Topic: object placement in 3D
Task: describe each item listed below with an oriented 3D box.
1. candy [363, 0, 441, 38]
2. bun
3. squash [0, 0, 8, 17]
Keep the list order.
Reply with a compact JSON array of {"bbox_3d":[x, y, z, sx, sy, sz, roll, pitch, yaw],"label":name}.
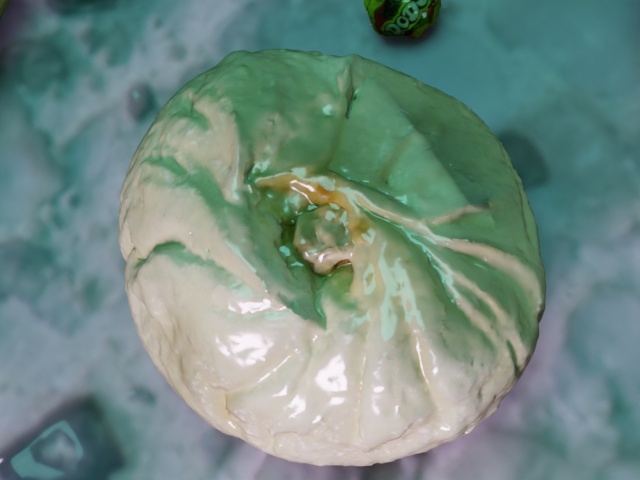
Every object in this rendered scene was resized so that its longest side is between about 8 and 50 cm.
[{"bbox_3d":[0.030,-0.145,0.690,0.035,0.035,0.123,-13,55,2],"label":"candy"},{"bbox_3d":[0.000,0.000,0.579,0.164,0.111,0.188,-23,59,-2],"label":"bun"},{"bbox_3d":[-0.182,-0.119,0.689,0.094,0.094,0.224,21,67,20],"label":"squash"}]
